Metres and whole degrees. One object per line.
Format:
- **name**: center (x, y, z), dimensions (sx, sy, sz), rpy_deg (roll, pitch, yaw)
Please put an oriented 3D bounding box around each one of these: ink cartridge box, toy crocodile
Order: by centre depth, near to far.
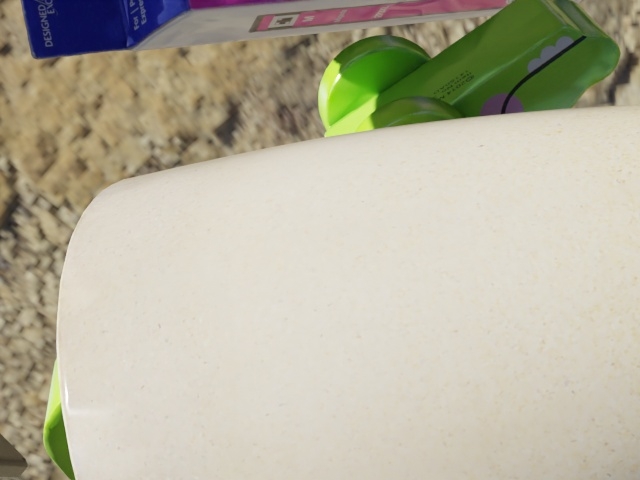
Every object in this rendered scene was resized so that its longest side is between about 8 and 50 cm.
- **toy crocodile**: center (0.000, 0.000, 0.877), dimensions (0.340, 0.115, 0.105), rpy_deg (-37, 115, 3)
- **ink cartridge box**: center (-0.010, -0.220, 1.130), dimensions (0.371, 0.069, 0.175), rpy_deg (-9, 76, -17)

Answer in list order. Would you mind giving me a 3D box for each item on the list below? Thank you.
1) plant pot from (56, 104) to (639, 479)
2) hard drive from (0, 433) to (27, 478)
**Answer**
- **plant pot**: center (0.084, 0.054, 0.694), dimensions (0.274, 0.256, 0.256), rpy_deg (-19, 72, 20)
- **hard drive**: center (-0.309, 0.162, 1.519), dimensions (0.094, 0.135, 0.022), rpy_deg (41, 95, 18)
